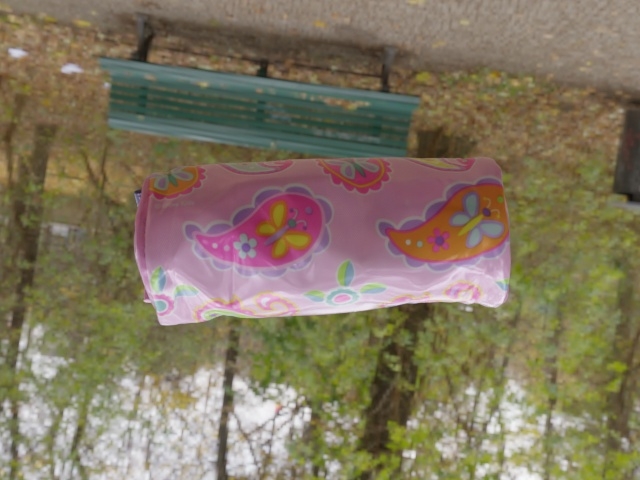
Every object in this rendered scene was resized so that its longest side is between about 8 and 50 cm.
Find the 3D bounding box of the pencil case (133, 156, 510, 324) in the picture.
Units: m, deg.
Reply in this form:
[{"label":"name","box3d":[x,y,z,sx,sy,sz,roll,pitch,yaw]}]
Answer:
[{"label":"pencil case","box3d":[0.000,0.000,0.683,0.284,0.124,0.124,-4,179,-3]}]
